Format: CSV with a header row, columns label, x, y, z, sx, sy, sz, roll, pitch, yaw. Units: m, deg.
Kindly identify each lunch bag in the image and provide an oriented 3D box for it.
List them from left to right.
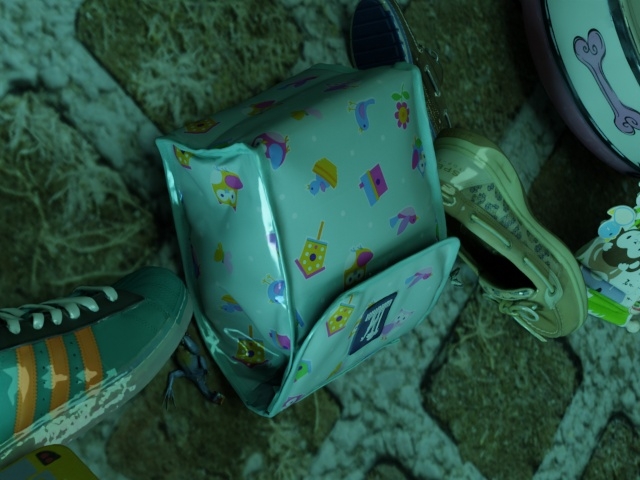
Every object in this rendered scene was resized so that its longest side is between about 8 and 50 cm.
label,x,y,z,sx,sy,sz,roll,pitch,yaw
lunch bag,0.000,0.000,1.232,0.223,0.160,0.262,-29,115,-41

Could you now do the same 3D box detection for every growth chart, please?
label,x,y,z,sx,sy,sz,roll,pitch,yaw
growth chart,0.350,0.007,1.499,0.172,0.237,0.021,16,41,-33

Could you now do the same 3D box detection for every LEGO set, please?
label,x,y,z,sx,sy,sz,roll,pitch,yaw
LEGO set,0.117,0.010,1.413,0.054,0.023,0.083,17,53,-65

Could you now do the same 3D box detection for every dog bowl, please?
label,x,y,z,sx,sy,sz,roll,pitch,yaw
dog bowl,0.384,-0.245,1.555,0.408,0.150,0.407,14,69,-40

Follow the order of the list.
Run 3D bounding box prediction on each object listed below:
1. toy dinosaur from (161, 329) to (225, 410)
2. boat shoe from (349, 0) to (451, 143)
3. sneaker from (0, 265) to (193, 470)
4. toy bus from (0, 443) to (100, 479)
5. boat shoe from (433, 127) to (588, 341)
label,x,y,z,sx,sy,sz,roll,pitch,yaw
toy dinosaur,-0.105,0.101,1.208,0.082,0.047,0.090,52,43,-45
boat shoe,0.082,-0.158,1.381,0.066,0.066,0.183,-36,117,-41
sneaker,-0.223,0.090,1.065,0.302,0.108,0.121,-40,114,-34
toy bus,-0.169,0.321,1.026,0.130,0.108,0.332,-30,119,-22
boat shoe,0.173,0.013,1.396,0.285,0.105,0.089,51,61,-34
